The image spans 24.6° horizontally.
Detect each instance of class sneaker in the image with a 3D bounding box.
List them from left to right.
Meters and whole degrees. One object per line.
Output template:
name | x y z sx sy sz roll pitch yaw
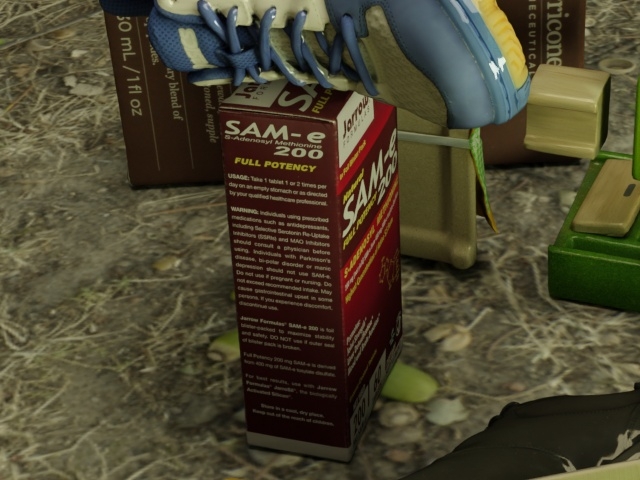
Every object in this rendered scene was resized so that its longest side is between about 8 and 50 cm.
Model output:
sneaker | -0.017 -0.114 0.782 0.131 0.111 0.296 -36 42 -17
sneaker | 0.110 0.146 0.800 0.286 0.109 0.130 -9 22 -22

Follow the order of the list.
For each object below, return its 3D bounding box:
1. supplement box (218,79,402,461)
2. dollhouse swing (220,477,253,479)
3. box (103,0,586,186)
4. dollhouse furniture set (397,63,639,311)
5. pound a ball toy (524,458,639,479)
supplement box | 0.000 0.000 0.898 0.073 0.239 0.130 7 34 17
dollhouse swing | -0.127 0.295 0.610 0.347 0.305 0.315 -28 80 -34
box | 0.021 -0.163 1.212 0.382 0.191 0.143 -5 32 1
dollhouse furniture set | 0.129 -0.089 1.067 0.302 0.197 0.151 10 36 21
pound a ball toy | 0.198 0.165 0.640 0.319 0.135 0.208 -8 -4 -20
